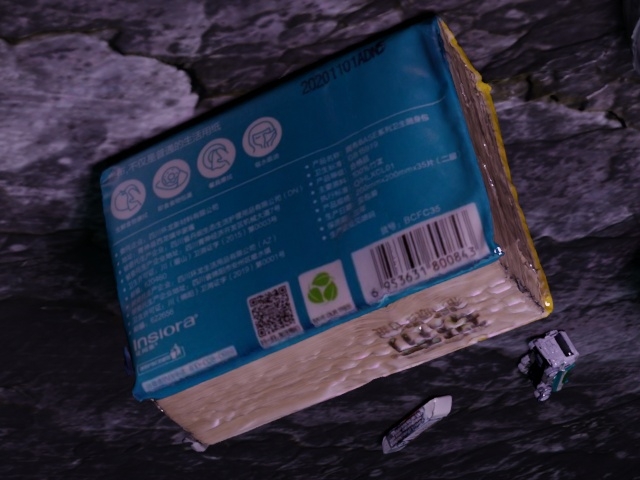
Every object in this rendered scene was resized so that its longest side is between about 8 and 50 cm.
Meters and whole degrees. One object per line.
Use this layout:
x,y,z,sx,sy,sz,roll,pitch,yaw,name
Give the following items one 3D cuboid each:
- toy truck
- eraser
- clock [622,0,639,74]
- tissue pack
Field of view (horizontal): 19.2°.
0.209,0.112,1.714,0.044,0.039,0.083,-23,157,-15,toy truck
0.091,0.175,1.802,0.027,0.019,0.099,-9,157,-40,eraser
0.305,-0.167,1.222,0.226,0.049,0.226,-9,151,-5,clock
0.000,0.000,1.251,0.271,0.192,0.134,-22,150,19,tissue pack
